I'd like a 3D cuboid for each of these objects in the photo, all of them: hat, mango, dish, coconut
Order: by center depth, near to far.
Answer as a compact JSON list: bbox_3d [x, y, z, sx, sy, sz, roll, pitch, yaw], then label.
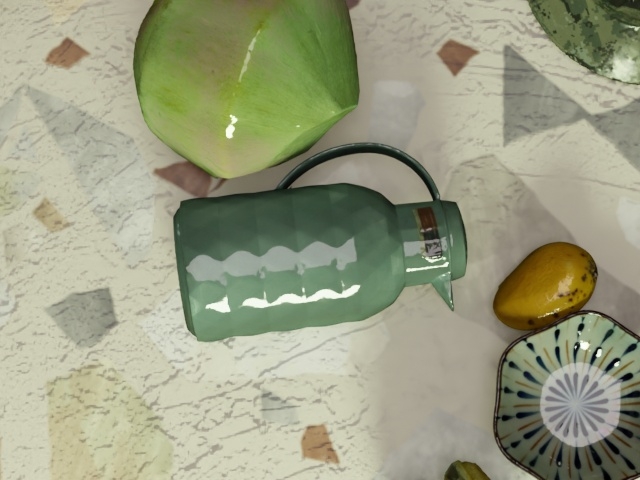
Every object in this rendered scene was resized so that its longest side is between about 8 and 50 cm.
[{"bbox_3d":[-0.063,-0.172,1.733,0.236,0.236,0.204,3,128,1],"label":"coconut"},{"bbox_3d":[0.326,-0.291,1.772,0.265,0.128,0.265,0,91,2],"label":"hat"},{"bbox_3d":[0.262,0.166,1.781,0.190,0.066,0.191,0,85,0],"label":"dish"},{"bbox_3d":[0.227,0.048,1.787,0.114,0.057,0.079,-29,68,6],"label":"mango"}]

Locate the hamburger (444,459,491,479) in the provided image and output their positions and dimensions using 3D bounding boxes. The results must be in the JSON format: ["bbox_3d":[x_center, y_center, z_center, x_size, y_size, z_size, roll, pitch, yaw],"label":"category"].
[{"bbox_3d":[0.127,0.312,1.740,0.131,0.185,0.159,-27,45,-13],"label":"hamburger"}]

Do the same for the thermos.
[{"bbox_3d":[0.000,0.000,1.757,0.286,0.145,0.182,-8,76,-2],"label":"thermos"}]
